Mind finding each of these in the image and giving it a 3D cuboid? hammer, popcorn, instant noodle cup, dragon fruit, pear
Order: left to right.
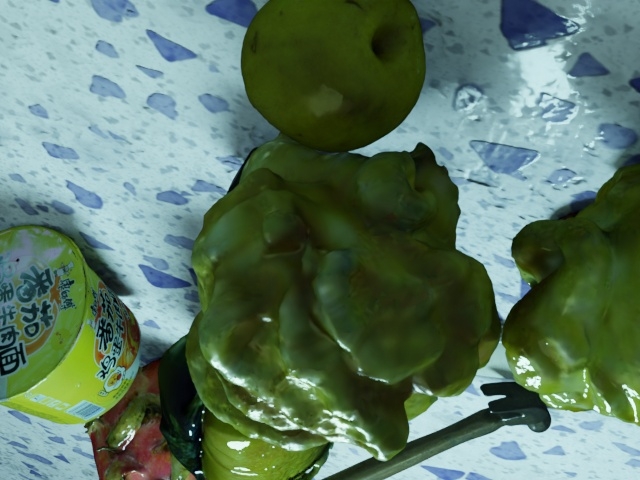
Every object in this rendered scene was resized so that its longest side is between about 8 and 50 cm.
[{"bbox_3d":[-0.385,0.132,1.647,0.264,0.264,0.200,4,158,27],"label":"instant noodle cup"},{"bbox_3d":[-0.257,0.341,1.875,0.269,0.291,0.250,32,155,-21],"label":"dragon fruit"},{"bbox_3d":[-0.001,0.073,1.066,0.326,0.290,0.321,-22,102,19],"label":"popcorn"},{"bbox_3d":[0.009,-0.147,0.984,0.149,0.149,0.162,37,147,-30],"label":"pear"},{"bbox_3d":[0.100,0.304,1.589,0.440,0.044,0.168,-26,149,9],"label":"hammer"},{"bbox_3d":[0.296,0.047,1.036,0.276,0.276,0.225,4,131,26],"label":"popcorn"}]

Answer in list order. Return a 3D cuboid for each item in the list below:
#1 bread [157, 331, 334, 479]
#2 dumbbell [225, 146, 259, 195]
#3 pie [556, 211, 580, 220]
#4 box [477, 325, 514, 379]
[{"bbox_3d":[-0.084,0.215,1.572,0.208,0.251,0.376,43,157,19],"label":"bread"},{"bbox_3d":[0.000,0.000,1.260,0.225,0.140,0.124,21,-175,-7],"label":"dumbbell"},{"bbox_3d":[0.302,0.018,1.213,0.154,0.036,0.154,14,152,8],"label":"pie"},{"bbox_3d":[0.250,0.143,1.477,0.198,0.029,0.109,5,149,23],"label":"box"}]
